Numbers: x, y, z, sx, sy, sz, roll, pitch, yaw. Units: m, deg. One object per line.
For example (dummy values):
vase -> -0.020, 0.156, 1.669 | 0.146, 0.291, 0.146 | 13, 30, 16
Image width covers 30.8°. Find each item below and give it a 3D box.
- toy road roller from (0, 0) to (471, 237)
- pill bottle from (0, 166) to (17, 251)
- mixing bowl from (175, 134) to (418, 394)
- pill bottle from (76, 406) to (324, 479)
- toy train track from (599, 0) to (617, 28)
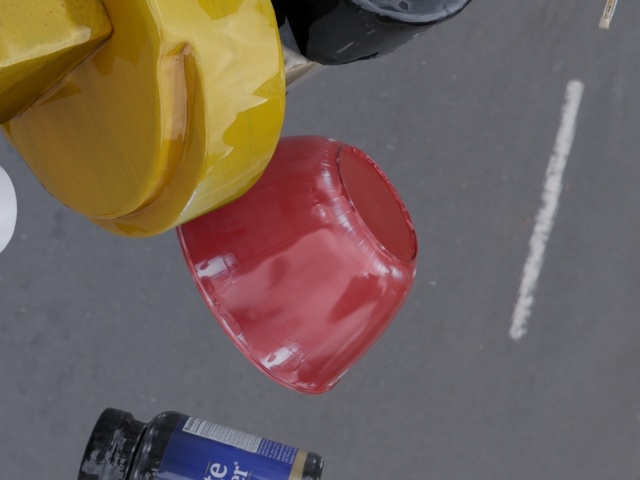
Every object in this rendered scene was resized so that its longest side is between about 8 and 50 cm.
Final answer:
toy road roller -> -0.113, -0.159, 0.434 | 0.241, 0.202, 0.329 | -26, 94, -34
pill bottle -> -0.486, -0.040, 1.366 | 0.229, 0.131, 0.131 | 2, 105, -55
mixing bowl -> 0.000, 0.000, 0.760 | 0.098, 0.181, 0.181 | -30, 140, 23
pill bottle -> -0.115, 0.236, 1.119 | 0.123, 0.219, 0.122 | 16, 90, -87
toy train track -> 0.313, -0.265, 1.244 | 0.014, 0.048, 0.083 | 50, 56, -58
